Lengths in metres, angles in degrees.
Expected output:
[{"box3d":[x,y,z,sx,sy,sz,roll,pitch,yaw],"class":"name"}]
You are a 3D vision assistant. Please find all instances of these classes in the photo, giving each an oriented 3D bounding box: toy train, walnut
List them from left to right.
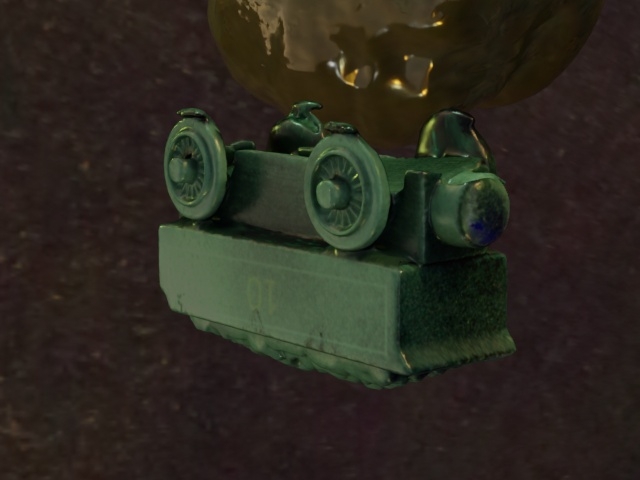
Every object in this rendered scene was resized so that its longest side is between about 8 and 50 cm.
[{"box3d":[0.000,0.000,0.527,0.172,0.070,0.100,10,104,51],"class":"toy train"},{"box3d":[0.063,-0.207,0.945,0.253,0.277,0.282,14,54,-3],"class":"walnut"}]
